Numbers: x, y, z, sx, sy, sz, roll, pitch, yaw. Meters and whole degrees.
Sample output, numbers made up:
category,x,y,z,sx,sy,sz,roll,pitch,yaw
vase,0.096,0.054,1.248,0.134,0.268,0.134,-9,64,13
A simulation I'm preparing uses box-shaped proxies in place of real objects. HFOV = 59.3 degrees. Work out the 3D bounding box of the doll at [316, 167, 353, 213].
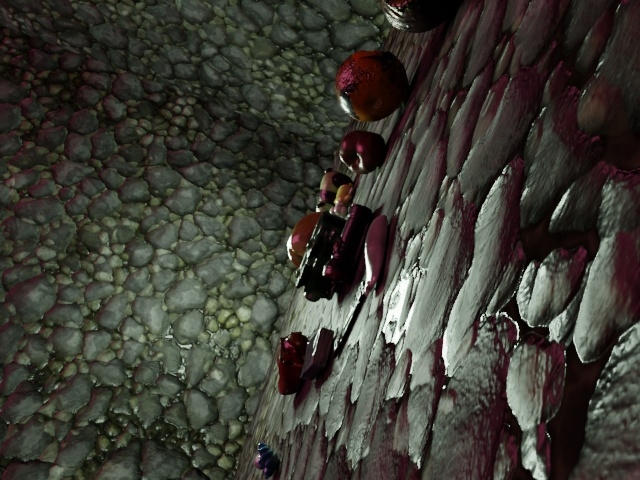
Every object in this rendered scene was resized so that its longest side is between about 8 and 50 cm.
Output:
category,x,y,z,sx,sy,sz,roll,pitch,yaw
doll,0.056,-0.187,2.409,0.143,0.135,0.235,140,145,-85

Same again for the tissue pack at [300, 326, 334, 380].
category,x,y,z,sx,sy,sz,roll,pitch,yaw
tissue pack,-0.011,0.322,1.583,0.156,0.051,0.112,118,169,-59

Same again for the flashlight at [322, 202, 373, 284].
category,x,y,z,sx,sy,sz,roll,pitch,yaw
flashlight,0.080,0.007,1.610,0.093,0.092,0.232,135,155,-79

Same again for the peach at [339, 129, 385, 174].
category,x,y,z,sx,sy,sz,roll,pitch,yaw
peach,0.144,-0.302,1.845,0.152,0.152,0.152,-161,90,-85

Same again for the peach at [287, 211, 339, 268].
category,x,y,z,sx,sy,sz,roll,pitch,yaw
peach,0.000,0.000,1.999,0.236,0.214,0.214,-54,-3,-25

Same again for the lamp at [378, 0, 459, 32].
category,x,y,z,sx,sy,sz,roll,pitch,yaw
lamp,0.252,-0.662,1.450,0.247,0.246,0.247,-161,90,-85

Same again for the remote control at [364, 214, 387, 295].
category,x,y,z,sx,sy,sz,roll,pitch,yaw
remote control,0.122,0.025,1.296,0.073,0.044,0.229,118,171,-45

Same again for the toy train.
category,x,y,z,sx,sy,sz,roll,pitch,yaw
toy train,0.016,0.061,1.782,0.202,0.145,0.266,-73,5,-64

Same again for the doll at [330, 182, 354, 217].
category,x,y,z,sx,sy,sz,roll,pitch,yaw
doll,0.089,-0.158,2.278,0.106,0.062,0.163,-19,43,53

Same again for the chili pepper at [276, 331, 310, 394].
category,x,y,z,sx,sy,sz,roll,pitch,yaw
chili pepper,-0.096,0.444,1.883,0.144,0.136,0.253,40,133,37

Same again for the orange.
category,x,y,z,sx,sy,sz,roll,pitch,yaw
orange,0.161,-0.482,1.767,0.182,0.234,0.235,-102,26,-42

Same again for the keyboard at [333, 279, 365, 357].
category,x,y,z,sx,sy,sz,roll,pitch,yaw
keyboard,0.071,0.195,1.387,0.061,0.013,0.205,-82,12,-65

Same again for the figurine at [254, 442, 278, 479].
category,x,y,z,sx,sy,sz,roll,pitch,yaw
figurine,-0.172,0.696,1.768,0.114,0.079,0.114,173,90,-88
